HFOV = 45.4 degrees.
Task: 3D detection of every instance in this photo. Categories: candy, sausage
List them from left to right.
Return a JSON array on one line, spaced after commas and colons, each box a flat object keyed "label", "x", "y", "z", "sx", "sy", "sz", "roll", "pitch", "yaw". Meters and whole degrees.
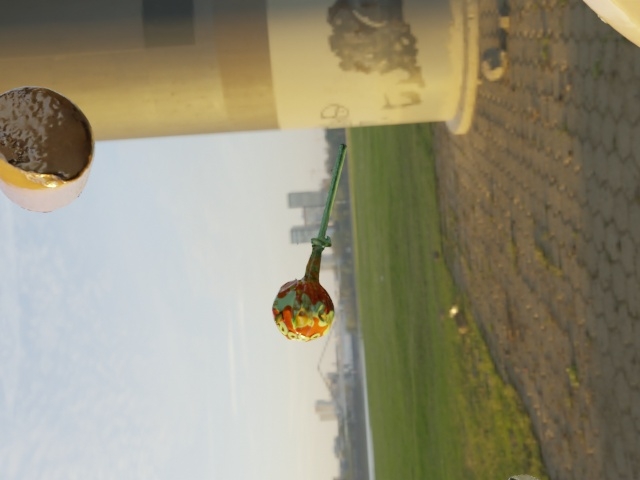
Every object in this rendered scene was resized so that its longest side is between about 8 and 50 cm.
[{"label": "sausage", "x": -0.326, "y": -0.103, "z": 0.895, "sx": 0.253, "sy": 0.123, "sz": 0.123, "roll": 170, "pitch": 96, "yaw": -70}, {"label": "candy", "x": 0.000, "y": 0.000, "z": 0.681, "sx": 0.049, "sy": 0.056, "sz": 0.184, "roll": 162, "pitch": 123, "yaw": -72}]

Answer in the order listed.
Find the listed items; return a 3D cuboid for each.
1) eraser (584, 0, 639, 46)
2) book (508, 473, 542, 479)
[{"label": "eraser", "x": 0.263, "y": -0.197, "z": 0.498, "sx": 0.243, "sy": 0.204, "sz": 0.059, "roll": 45, "pitch": 174, "yaw": -26}, {"label": "book", "x": 0.164, "y": 0.300, "z": 0.374, "sx": 0.217, "sy": 0.021, "sz": 0.310, "roll": 7, "pitch": 93, "yaw": 57}]
